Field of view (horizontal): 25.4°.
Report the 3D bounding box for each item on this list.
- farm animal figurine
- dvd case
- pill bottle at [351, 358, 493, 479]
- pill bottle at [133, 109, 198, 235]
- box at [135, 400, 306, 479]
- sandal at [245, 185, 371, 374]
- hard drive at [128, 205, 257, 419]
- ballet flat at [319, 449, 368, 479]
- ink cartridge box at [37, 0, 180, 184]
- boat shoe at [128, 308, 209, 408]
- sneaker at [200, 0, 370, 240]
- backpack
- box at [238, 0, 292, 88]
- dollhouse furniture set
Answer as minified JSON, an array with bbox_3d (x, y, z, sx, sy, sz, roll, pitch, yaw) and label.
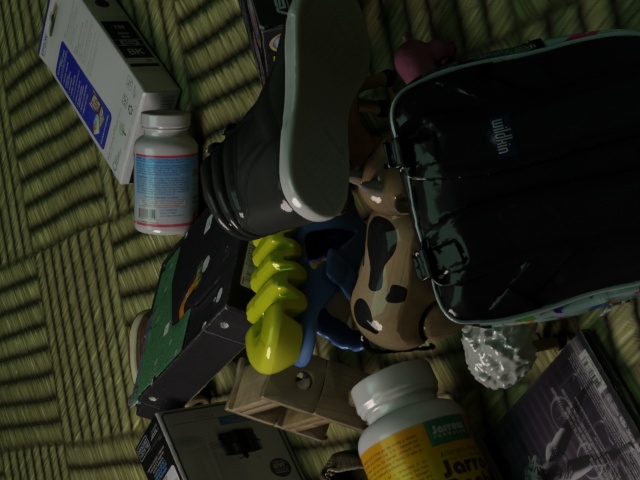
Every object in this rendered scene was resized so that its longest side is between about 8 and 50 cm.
[{"bbox_3d":[0.078,-0.037,1.386,0.330,0.172,0.326,13,108,56],"label":"farm animal figurine"},{"bbox_3d":[0.234,0.211,1.336,0.164,0.018,0.221,64,143,28],"label":"dvd case"},{"bbox_3d":[0.107,0.230,1.416,0.117,0.118,0.208,-48,57,50],"label":"pill bottle"},{"bbox_3d":[-0.206,-0.092,1.901,0.087,0.087,0.160,19,112,55],"label":"pill bottle"},{"bbox_3d":[-0.093,0.340,1.739,0.087,0.169,0.290,-58,48,42],"label":"box"},{"bbox_3d":[0.000,0.000,1.523,0.126,0.138,0.317,134,143,-62],"label":"sandal"},{"bbox_3d":[-0.134,0.061,1.747,0.339,0.064,0.237,-45,29,51],"label":"hard drive"},{"bbox_3d":[0.073,0.275,1.563,0.250,0.058,0.084,5,101,57],"label":"ballet flat"},{"bbox_3d":[-0.312,-0.246,2.059,0.332,0.065,0.165,53,138,36],"label":"ink cartridge box"},{"bbox_3d":[-0.189,0.216,1.949,0.095,0.095,0.257,-11,93,44],"label":"boat shoe"},{"bbox_3d":[-0.041,-0.128,1.358,0.147,0.104,0.295,-23,47,39],"label":"sneaker"},{"bbox_3d":[0.205,-0.050,1.149,0.254,0.191,0.225,-16,83,18],"label":"backpack"},{"bbox_3d":[-0.063,-0.295,1.560,0.216,0.060,0.270,86,169,-69],"label":"box"},{"bbox_3d":[-0.007,0.119,1.622,0.129,0.129,0.183,-29,42,64],"label":"dollhouse furniture set"}]
